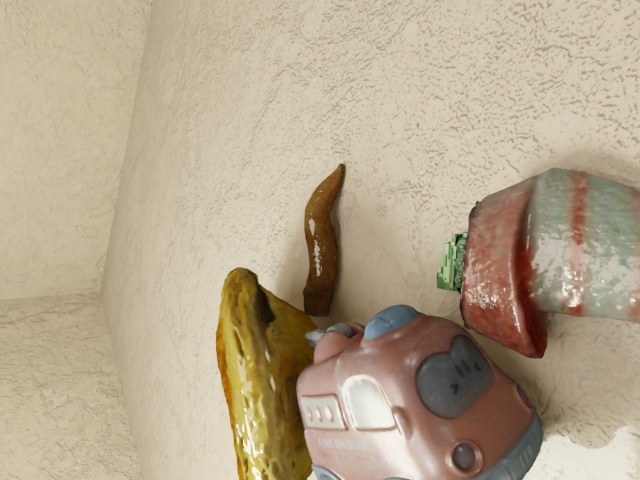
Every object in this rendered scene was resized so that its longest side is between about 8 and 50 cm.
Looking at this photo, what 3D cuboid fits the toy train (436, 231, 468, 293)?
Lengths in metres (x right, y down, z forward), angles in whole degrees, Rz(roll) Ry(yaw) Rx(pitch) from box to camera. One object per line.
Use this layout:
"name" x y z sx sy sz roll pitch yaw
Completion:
"toy train" 0.184 0.029 0.603 0.053 0.033 0.083 6 96 57

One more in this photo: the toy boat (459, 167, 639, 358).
"toy boat" 0.286 0.029 0.438 0.282 0.096 0.206 6 86 44

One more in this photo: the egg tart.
"egg tart" -0.078 0.259 0.789 0.443 0.178 0.442 172 90 -74

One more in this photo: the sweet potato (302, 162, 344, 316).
"sweet potato" 0.000 0.000 0.828 0.067 0.059 0.281 6 97 44

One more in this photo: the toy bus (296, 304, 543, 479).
"toy bus" 0.092 0.200 0.554 0.294 0.197 0.231 -31 81 51
